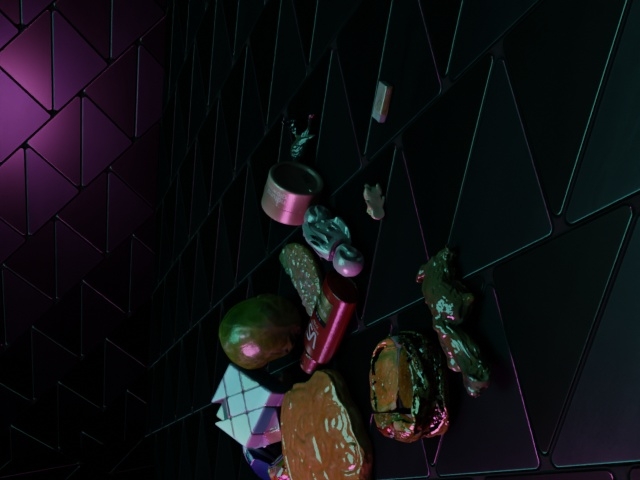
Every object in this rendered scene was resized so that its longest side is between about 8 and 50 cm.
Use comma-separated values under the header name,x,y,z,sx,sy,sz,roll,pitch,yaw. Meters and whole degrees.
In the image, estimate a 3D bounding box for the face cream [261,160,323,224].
name,x,y,z,sx,sy,sz,roll,pitch,yaw
face cream,-0.074,-0.126,1.875,0.149,0.149,0.104,62,145,41

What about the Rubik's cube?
name,x,y,z,sx,sy,sz,roll,pitch,yaw
Rubik's cube,-0.173,0.483,2.087,0.265,0.213,0.225,28,92,33

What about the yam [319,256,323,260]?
name,x,y,z,sx,sy,sz,roll,pitch,yaw
yam,0.000,0.000,1.892,0.014,0.014,0.107,-178,86,-65

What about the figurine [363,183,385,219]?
name,x,y,z,sx,sy,sz,roll,pitch,yaw
figurine,0.119,-0.088,1.604,0.050,0.047,0.083,-159,60,-79

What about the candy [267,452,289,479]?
name,x,y,z,sx,sy,sz,roll,pitch,yaw
candy,-0.025,0.754,1.967,0.365,0.124,0.124,58,143,32

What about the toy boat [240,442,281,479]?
name,x,y,z,sx,sy,sz,roll,pitch,yaw
toy boat,-0.186,0.621,2.189,0.070,0.210,0.292,-38,46,8

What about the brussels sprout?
name,x,y,z,sx,sy,sz,roll,pitch,yaw
brussels sprout,-0.172,0.255,2.033,0.244,0.243,0.244,177,90,-65

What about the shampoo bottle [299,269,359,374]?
name,x,y,z,sx,sy,sz,roll,pitch,yaw
shampoo bottle,0.016,0.220,1.813,0.118,0.076,0.314,58,143,37

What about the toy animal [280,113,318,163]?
name,x,y,z,sx,sy,sz,roll,pitch,yaw
toy animal,-0.056,-0.254,1.922,0.105,0.070,0.203,27,115,40

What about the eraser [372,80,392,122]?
name,x,y,z,sx,sy,sz,roll,pitch,yaw
eraser,0.135,-0.305,1.560,0.038,0.019,0.083,51,137,49

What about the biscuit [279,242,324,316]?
name,x,y,z,sx,sy,sz,roll,pitch,yaw
biscuit,-0.040,0.090,1.959,0.290,0.038,0.141,59,143,41

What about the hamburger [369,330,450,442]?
name,x,y,z,sx,sy,sz,roll,pitch,yaw
hamburger,0.179,0.297,1.450,0.231,0.106,0.231,179,90,-69

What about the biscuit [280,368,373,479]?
name,x,y,z,sx,sy,sz,roll,pitch,yaw
biscuit,0.002,0.547,1.836,0.365,0.062,0.385,-44,57,46

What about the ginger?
name,x,y,z,sx,sy,sz,roll,pitch,yaw
ginger,0.256,0.153,1.319,0.122,0.084,0.290,-37,53,35

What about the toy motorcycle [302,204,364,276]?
name,x,y,z,sx,sy,sz,roll,pitch,yaw
toy motorcycle,0.018,0.000,1.745,0.254,0.112,0.113,56,141,46
